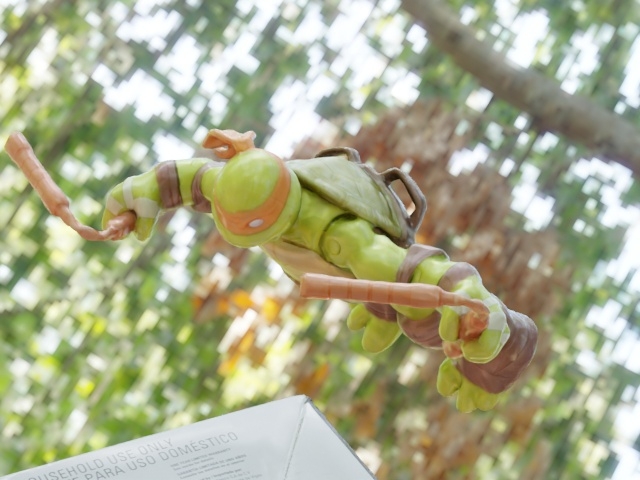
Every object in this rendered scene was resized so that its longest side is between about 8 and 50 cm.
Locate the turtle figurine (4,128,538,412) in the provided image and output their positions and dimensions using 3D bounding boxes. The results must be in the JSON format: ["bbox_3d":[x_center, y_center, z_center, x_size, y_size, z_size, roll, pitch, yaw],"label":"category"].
[{"bbox_3d":[0.000,0.000,0.911,0.269,0.087,0.217,16,-10,34],"label":"turtle figurine"}]

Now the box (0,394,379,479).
[{"bbox_3d":[-0.075,0.205,0.687,0.087,0.169,0.290,47,-41,39],"label":"box"}]
